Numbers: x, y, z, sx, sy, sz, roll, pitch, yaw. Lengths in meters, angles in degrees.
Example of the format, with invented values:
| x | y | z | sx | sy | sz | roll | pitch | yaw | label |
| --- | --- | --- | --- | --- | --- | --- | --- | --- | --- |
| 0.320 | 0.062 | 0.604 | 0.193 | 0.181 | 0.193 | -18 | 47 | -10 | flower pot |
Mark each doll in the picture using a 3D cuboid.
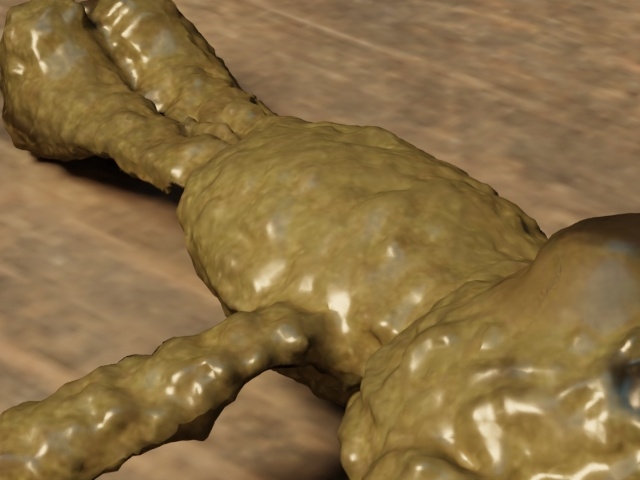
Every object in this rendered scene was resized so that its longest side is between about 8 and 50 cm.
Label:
| x | y | z | sx | sy | sz | roll | pitch | yaw | label |
| --- | --- | --- | --- | --- | --- | --- | --- | --- | --- |
| 0.016 | 0.001 | 0.469 | 0.202 | 0.091 | 0.286 | 8 | 21 | -9 | doll |
